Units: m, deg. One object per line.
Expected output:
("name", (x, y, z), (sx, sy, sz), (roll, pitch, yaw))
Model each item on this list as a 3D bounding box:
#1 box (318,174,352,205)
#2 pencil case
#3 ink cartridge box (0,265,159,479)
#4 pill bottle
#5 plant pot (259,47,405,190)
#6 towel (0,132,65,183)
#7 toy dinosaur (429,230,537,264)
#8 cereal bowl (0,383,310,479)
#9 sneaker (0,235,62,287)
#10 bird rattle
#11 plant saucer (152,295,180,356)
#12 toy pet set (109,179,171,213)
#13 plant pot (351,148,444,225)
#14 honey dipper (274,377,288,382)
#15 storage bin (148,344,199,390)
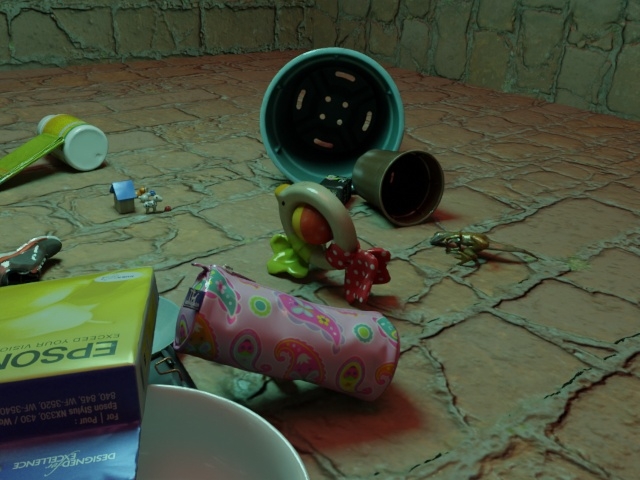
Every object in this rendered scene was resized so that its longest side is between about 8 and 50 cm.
("box", (0.034, -0.115, 1.524), (0.062, 0.052, 0.083), (9, 26, 16))
("pencil case", (-0.043, 0.118, 0.833), (0.284, 0.124, 0.124), (19, 21, -16))
("ink cartridge box", (-0.316, 0.125, 0.614), (0.304, 0.072, 0.307), (-7, 19, -8))
("pill bottle", (-0.648, -0.261, 1.688), (0.118, 0.117, 0.208), (-19, 32, -40))
("plant pot", (0.032, -0.321, 1.688), (0.341, 0.341, 0.334), (3, 16, 0))
("towel", (-0.725, -0.188, 1.538), (0.102, 0.021, 0.237), (18, 49, 34))
("toy dinosaur", (0.315, 0.006, 1.280), (0.212, 0.064, 0.112), (14, 26, 22))
("cereal bowl", (-0.173, 0.275, 0.539), (0.339, 0.141, 0.339), (2, 24, -1))
("sneaker", (-0.503, 0.045, 1.130), (0.065, 0.061, 0.158), (39, 35, 10))
("bird rattle", (0.000, 0.000, 1.113), (0.143, 0.206, 0.253), (-33, 29, -24))
("plant saucer", (-0.296, 0.137, 0.952), (0.195, 0.037, 0.195), (3, 24, -1))
("toy pet set", (-0.403, -0.107, 1.441), (0.114, 0.065, 0.122), (-12, 28, -30))
("plant pot", (0.162, -0.131, 1.467), (0.167, 0.166, 0.165), (-9, 18, -24))
("honey dipper", (-0.088, 0.154, 0.949), (0.031, 0.030, 0.161), (-11, 26, -28))
("storage bin", (-0.196, 0.196, 0.778), (0.091, 0.098, 0.135), (-21, 33, -23))
